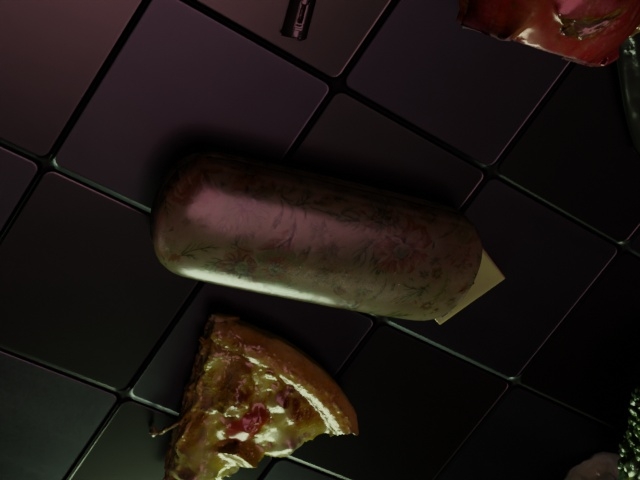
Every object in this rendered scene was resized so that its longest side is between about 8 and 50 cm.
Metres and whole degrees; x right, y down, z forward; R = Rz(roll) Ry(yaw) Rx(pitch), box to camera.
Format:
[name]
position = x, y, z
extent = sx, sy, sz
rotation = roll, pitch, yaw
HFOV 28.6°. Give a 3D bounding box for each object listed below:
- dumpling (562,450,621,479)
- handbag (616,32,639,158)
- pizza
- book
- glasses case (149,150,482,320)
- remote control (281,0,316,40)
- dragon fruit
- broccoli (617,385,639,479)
[dumpling]
position = 0.441, 0.420, 1.910
extent = 0.219, 0.108, 0.152
rotation = 36, 105, -33
[handbag]
position = 0.482, -0.225, 1.553
extent = 0.223, 0.080, 0.247
rotation = -21, 123, -3
[pizza]
position = -0.107, 0.254, 1.672
extent = 0.280, 0.075, 0.288
rotation = 31, 107, -28
[book]
position = 0.183, 0.056, 1.673
extent = 0.111, 0.014, 0.077
rotation = -36, 125, 7
[glasses case]
position = 0.000, 0.000, 1.536
extent = 0.425, 0.098, 0.157
rotation = 12, 113, -22
[remote control]
position = -0.018, -0.270, 1.420
extent = 0.034, 0.016, 0.091
rotation = 9, 117, -15
[dragon fruit]
position = 0.269, -0.343, 1.333
extent = 0.269, 0.250, 0.291
rotation = 11, 101, -27
[broccoli]
position = 0.588, 0.270, 1.805
extent = 0.334, 0.272, 0.324
rotation = -47, 161, 6
